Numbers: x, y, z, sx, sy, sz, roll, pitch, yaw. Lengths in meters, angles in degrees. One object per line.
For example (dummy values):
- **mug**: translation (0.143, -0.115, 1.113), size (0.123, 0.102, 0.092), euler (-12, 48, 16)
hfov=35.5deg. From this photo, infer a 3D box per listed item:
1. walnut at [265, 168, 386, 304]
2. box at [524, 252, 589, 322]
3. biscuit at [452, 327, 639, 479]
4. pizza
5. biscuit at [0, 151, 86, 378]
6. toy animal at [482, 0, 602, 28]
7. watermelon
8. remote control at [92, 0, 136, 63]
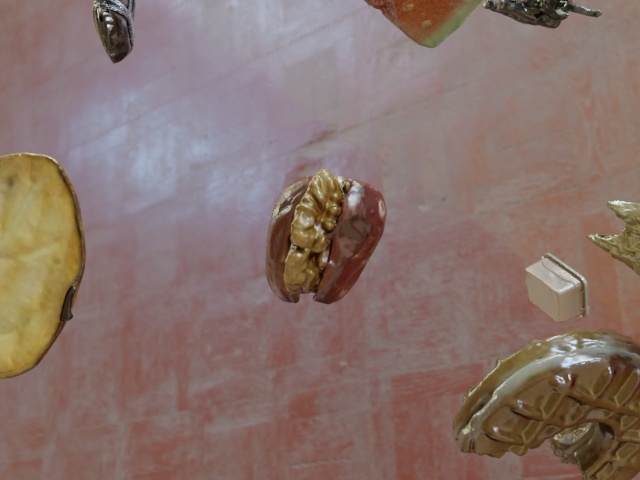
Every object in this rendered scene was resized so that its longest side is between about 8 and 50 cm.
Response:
- **walnut**: translation (0.000, 0.000, 1.921), size (0.222, 0.244, 0.268), euler (15, 93, 9)
- **box**: translation (0.422, 0.089, 1.799), size (0.122, 0.062, 0.089), euler (44, 152, 54)
- **biscuit**: translation (0.391, 0.259, 1.506), size (0.268, 0.366, 0.115), euler (-53, 36, 22)
- **pizza**: translation (0.507, 0.013, 1.429), size (0.181, 0.262, 0.034), euler (-49, 21, 46)
- **biscuit**: translation (-0.343, 0.025, 1.044), size (0.260, 0.203, 0.041), euler (-60, 4, 4)
- **toy animal**: translation (0.387, -0.435, 1.805), size (0.269, 0.137, 0.082), euler (-131, 57, -70)
- **watermelon**: translation (0.147, -0.440, 1.606), size (0.140, 0.257, 0.192), euler (-19, 63, 50)
- **remote control**: translation (-0.288, -0.323, 1.420), size (0.066, 0.090, 0.266), euler (-21, 31, -2)
